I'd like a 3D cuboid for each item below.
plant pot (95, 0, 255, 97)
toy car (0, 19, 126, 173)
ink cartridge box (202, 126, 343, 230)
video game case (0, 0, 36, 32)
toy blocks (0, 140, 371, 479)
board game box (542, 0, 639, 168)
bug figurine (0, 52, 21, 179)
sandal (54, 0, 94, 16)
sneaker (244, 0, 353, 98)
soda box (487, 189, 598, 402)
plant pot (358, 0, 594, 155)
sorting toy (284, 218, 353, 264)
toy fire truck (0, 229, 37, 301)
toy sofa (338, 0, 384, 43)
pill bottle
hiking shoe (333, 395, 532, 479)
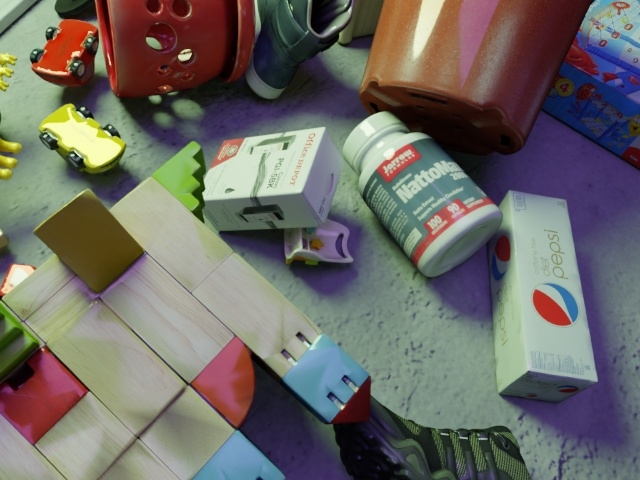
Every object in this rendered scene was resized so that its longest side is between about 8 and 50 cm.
[{"bbox_3d":[-0.182,-0.277,0.666,0.174,0.191,0.191,-8,58,-25],"label":"plant pot"},{"bbox_3d":[-0.356,-0.151,0.630,0.225,0.053,0.238,-16,65,-14],"label":"toy car"},{"bbox_3d":[-0.055,-0.066,0.584,0.135,0.056,0.099,-2,51,26],"label":"ink cartridge box"},{"bbox_3d":[-0.511,-0.342,0.754,0.173,0.022,0.190,19,57,4],"label":"video game case"},{"bbox_3d":[-0.142,0.143,0.415,0.261,0.190,0.381,42,70,8],"label":"toy blocks"},{"bbox_3d":[0.441,-0.295,0.822,0.302,0.086,0.308,38,60,16],"label":"board game box"},{"bbox_3d":[-0.450,-0.134,0.542,0.279,0.072,0.216,0,66,3],"label":"bug figurine"},{"bbox_3d":[-0.316,-0.389,0.754,0.179,0.040,0.067,-35,63,12],"label":"sandal"},{"bbox_3d":[-0.026,-0.319,0.717,0.086,0.163,0.226,19,55,-30],"label":"sneaker"},{"bbox_3d":[0.227,0.054,0.571,0.069,0.073,0.216,10,57,-2],"label":"soda box"},{"bbox_3d":[0.181,-0.258,0.629,0.273,0.272,0.264,20,89,5],"label":"plant pot"},{"bbox_3d":[0.000,0.000,0.596,0.075,0.044,0.083,11,45,-16],"label":"sorting toy"},{"bbox_3d":[-0.353,0.022,0.524,0.192,0.047,0.135,5,57,-5],"label":"toy fire truck"},{"bbox_3d":[-0.012,-0.484,0.840,0.177,0.150,0.362,-18,62,-22],"label":"toy sofa"},{"bbox_3d":[0.107,-0.058,0.607,0.108,0.108,0.180,-26,64,-23],"label":"pill bottle"},{"bbox_3d":[0.115,0.200,0.468,0.227,0.086,0.114,39,46,10],"label":"hiking shoe"}]
